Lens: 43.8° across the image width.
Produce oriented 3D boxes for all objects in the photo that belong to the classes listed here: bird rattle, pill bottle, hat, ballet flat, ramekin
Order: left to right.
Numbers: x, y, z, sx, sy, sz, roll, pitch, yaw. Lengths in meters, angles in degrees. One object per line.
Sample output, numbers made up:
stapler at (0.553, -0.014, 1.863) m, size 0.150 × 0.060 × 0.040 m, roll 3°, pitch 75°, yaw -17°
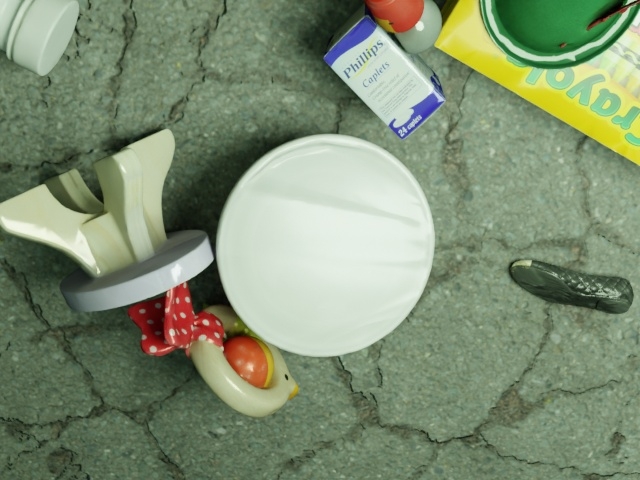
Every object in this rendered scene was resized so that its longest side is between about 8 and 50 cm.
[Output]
pill bottle at (-0.414, -0.294, 0.941) m, size 0.229 × 0.131 × 0.131 m, roll 27°, pitch 110°, yaw -9°
bird rattle at (-0.115, 0.133, 1.038) m, size 0.143 × 0.253 × 0.207 m, roll -41°, pitch 73°, yaw 10°
ramekin at (0.000, 0.000, 1.015) m, size 0.272 × 0.127 × 0.273 m, roll -1°, pitch 98°, yaw -9°
ballet flat at (0.348, 0.060, 1.109) m, size 0.173 × 0.049 × 0.058 m, roll 16°, pitch 139°, yaw 1°
hat at (0.270, -0.252, 0.792) m, size 0.208 × 0.184 × 0.173 m, roll -39°, pitch 104°, yaw 18°

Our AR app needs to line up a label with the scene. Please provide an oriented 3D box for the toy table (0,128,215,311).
toy table at (-0.259, -0.023, 0.998) m, size 0.274 × 0.252 × 0.161 m, roll -11°, pitch 108°, yaw 42°

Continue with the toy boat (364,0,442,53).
toy boat at (0.114, -0.372, 0.863) m, size 0.267 × 0.148 × 0.319 m, roll 13°, pitch 89°, yaw 25°

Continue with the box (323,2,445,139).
box at (0.077, -0.208, 0.960) m, size 0.137 × 0.126 × 0.072 m, roll 43°, pitch 109°, yaw -14°

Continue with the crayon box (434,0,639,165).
crayon box at (0.362, -0.283, 0.930) m, size 0.362 × 0.106 × 0.313 m, roll 28°, pitch 110°, yaw -8°
